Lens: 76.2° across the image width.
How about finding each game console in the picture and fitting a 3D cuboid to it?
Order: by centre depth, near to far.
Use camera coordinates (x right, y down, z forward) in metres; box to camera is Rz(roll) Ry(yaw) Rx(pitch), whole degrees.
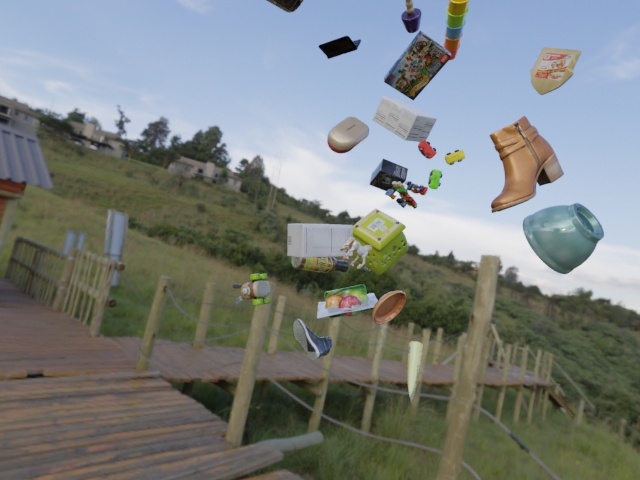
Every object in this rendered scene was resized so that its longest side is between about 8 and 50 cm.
[{"bbox_3d":[0.071,-0.712,1.475,0.122,0.107,0.071,-3,-43,30],"label":"game console"}]

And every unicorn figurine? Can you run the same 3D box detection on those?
[{"bbox_3d":[0.139,0.043,1.486,0.060,0.111,0.162,21,-18,36],"label":"unicorn figurine"}]

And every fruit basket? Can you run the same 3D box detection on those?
[{"bbox_3d":[0.146,0.355,2.204,0.327,0.165,0.353,-12,9,1],"label":"fruit basket"}]

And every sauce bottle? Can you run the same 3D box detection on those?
[{"bbox_3d":[0.007,0.125,2.312,0.345,0.111,0.111,9,-1,-33],"label":"sauce bottle"}]

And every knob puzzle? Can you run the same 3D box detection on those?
[{"bbox_3d":[1.001,-0.725,1.765,0.030,0.213,0.213,7,1,-37],"label":"knob puzzle"}]

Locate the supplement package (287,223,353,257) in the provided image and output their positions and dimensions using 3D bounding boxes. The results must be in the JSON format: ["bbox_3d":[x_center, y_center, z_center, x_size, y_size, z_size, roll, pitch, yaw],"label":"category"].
[{"bbox_3d":[0.000,0.000,1.702,0.244,0.139,0.134,0,2,-31],"label":"supplement package"}]

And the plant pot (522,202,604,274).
[{"bbox_3d":[1.028,-0.034,1.699,0.293,0.293,0.196,15,-38,-25],"label":"plant pot"}]

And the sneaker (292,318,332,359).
[{"bbox_3d":[-0.037,0.494,2.086,0.163,0.086,0.226,-1,52,-51],"label":"sneaker"}]

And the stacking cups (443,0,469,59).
[{"bbox_3d":[0.571,-0.917,1.762,0.096,0.096,0.316,12,-20,12],"label":"stacking cups"}]

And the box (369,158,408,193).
[{"bbox_3d":[0.381,-0.357,2.293,0.158,0.093,0.156,20,-28,-9],"label":"box"}]

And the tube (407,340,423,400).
[{"bbox_3d":[0.392,0.548,1.715,0.070,0.240,0.062,30,-35,-21],"label":"tube"}]

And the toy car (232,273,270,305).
[{"bbox_3d":[-0.367,0.258,2.083,0.189,0.155,0.149,-10,-8,20],"label":"toy car"}]

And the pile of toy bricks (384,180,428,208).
[{"bbox_3d":[0.371,-0.177,1.725,0.105,0.118,0.212,46,-12,-27],"label":"pile of toy bricks"}]

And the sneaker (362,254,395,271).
[{"bbox_3d":[0.358,0.135,2.536,0.224,0.083,0.098,-21,-9,-26],"label":"sneaker"}]

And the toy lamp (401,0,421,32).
[{"bbox_3d":[0.319,-0.890,1.480,0.080,0.080,0.274,11,-26,26],"label":"toy lamp"}]

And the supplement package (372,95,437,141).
[{"bbox_3d":[0.463,-0.669,2.256,0.204,0.145,0.262,-9,42,-43],"label":"supplement package"}]

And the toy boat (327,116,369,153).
[{"bbox_3d":[0.132,-0.508,2.058,0.151,0.231,0.151,38,-33,16],"label":"toy boat"}]

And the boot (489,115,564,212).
[{"bbox_3d":[0.570,-0.227,1.211,0.220,0.283,0.109,57,-9,-1],"label":"boot"}]

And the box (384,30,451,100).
[{"bbox_3d":[0.394,-0.709,1.673,0.159,0.044,0.233,24,-42,-19],"label":"box"}]

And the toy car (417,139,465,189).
[{"bbox_3d":[0.571,-0.360,2.007,0.239,0.224,0.053,14,0,-2],"label":"toy car"}]

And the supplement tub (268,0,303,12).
[{"bbox_3d":[-0.211,-1.069,1.619,0.316,0.193,0.194,11,-2,-39],"label":"supplement tub"}]

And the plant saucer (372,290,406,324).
[{"bbox_3d":[0.322,0.314,1.947,0.200,0.200,0.037,17,22,-47],"label":"plant saucer"}]

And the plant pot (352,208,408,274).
[{"bbox_3d":[0.275,-0.010,1.981,0.227,0.228,0.207,36,-28,32],"label":"plant pot"}]
